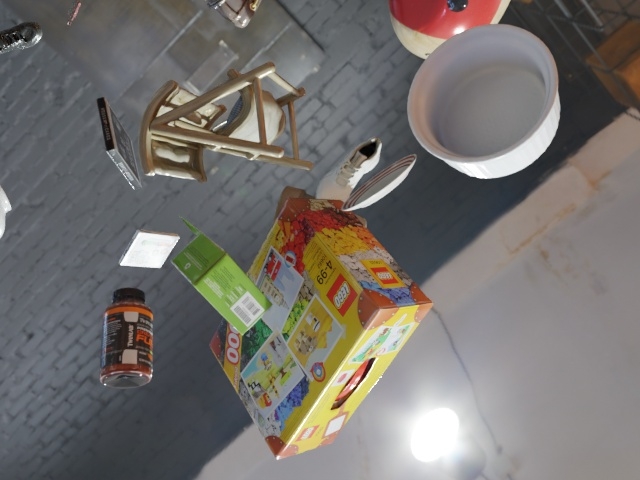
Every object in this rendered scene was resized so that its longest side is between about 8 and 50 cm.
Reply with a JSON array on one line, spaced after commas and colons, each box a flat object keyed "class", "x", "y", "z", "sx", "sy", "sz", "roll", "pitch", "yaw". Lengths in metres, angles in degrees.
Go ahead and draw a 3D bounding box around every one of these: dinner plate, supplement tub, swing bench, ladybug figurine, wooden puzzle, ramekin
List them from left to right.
[{"class": "wooden puzzle", "x": -0.622, "y": -0.585, "z": 1.640, "sx": 0.083, "sy": 0.006, "sz": 0.049, "roll": -57, "pitch": -136, "yaw": 19}, {"class": "supplement tub", "x": -0.404, "y": 0.200, "z": 1.357, "sx": 0.106, "sy": 0.106, "sz": 0.198, "roll": -32, "pitch": -128, "yaw": 36}, {"class": "swing bench", "x": -0.167, "y": -0.203, "z": 1.189, "sx": 0.254, "sy": 0.165, "sz": 0.253, "roll": -6, "pitch": -179, "yaw": 11}, {"class": "dinner plate", "x": 0.092, "y": -0.085, "z": 0.994, "sx": 0.141, "sy": 0.017, "sz": 0.141, "roll": -36, "pitch": -168, "yaw": 9}, {"class": "ladybug figurine", "x": 0.277, "y": -0.604, "z": 1.425, "sx": 0.162, "sy": 0.305, "sz": 0.450, "roll": -30, "pitch": 145, "yaw": -42}, {"class": "ramekin", "x": 0.319, "y": -0.254, "z": 1.238, "sx": 0.277, "sy": 0.135, "sz": 0.277, "roll": -9, "pitch": -109, "yaw": 28}]

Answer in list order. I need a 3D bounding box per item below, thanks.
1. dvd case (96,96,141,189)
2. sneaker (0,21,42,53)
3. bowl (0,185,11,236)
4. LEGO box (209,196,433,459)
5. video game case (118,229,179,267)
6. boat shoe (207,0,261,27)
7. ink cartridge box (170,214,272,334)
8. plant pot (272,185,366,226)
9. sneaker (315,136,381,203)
[{"class": "dvd case", "x": -0.586, "y": -0.277, "z": 1.896, "sx": 0.029, "sy": 0.179, "sz": 0.239, "roll": -17, "pitch": 158, "yaw": -3}, {"class": "sneaker", "x": -0.693, "y": -0.426, "z": 1.405, "sx": 0.170, "sy": 0.051, "sz": 0.089, "roll": -11, "pitch": -156, "yaw": 17}, {"class": "bowl", "x": -0.867, "y": -0.111, "z": 1.610, "sx": 0.134, "sy": 0.298, "sz": 0.298, "roll": -32, "pitch": -169, "yaw": -26}, {"class": "LEGO box", "x": -0.023, "y": 0.205, "z": 1.556, "sx": 0.372, "sy": 0.193, "sz": 0.500, "roll": 51, "pitch": -56, "yaw": 33}, {"class": "video game case", "x": -0.557, "y": 0.029, "z": 2.114, "sx": 0.143, "sy": 0.157, "sz": 0.019, "roll": -54, "pitch": -125, "yaw": 22}, {"class": "boat shoe", "x": -0.105, "y": -0.506, "z": 1.137, "sx": 0.116, "sy": 0.096, "sz": 0.324, "roll": -14, "pitch": -136, "yaw": 46}, {"class": "ink cartridge box", "x": -0.244, "y": 0.071, "z": 1.437, "sx": 0.097, "sy": 0.189, "sz": 0.255, "roll": -45, "pitch": -141, "yaw": -11}, {"class": "plant pot", "x": 0.000, "y": 0.000, "z": 2.120, "sx": 0.323, "sy": 0.280, "sz": 0.323, "roll": 8, "pitch": 90, "yaw": -84}, {"class": "sneaker", "x": 0.087, "y": -0.220, "z": 2.047, "sx": 0.297, "sy": 0.111, "sz": 0.129, "roll": -52, "pitch": 176, "yaw": -18}]
